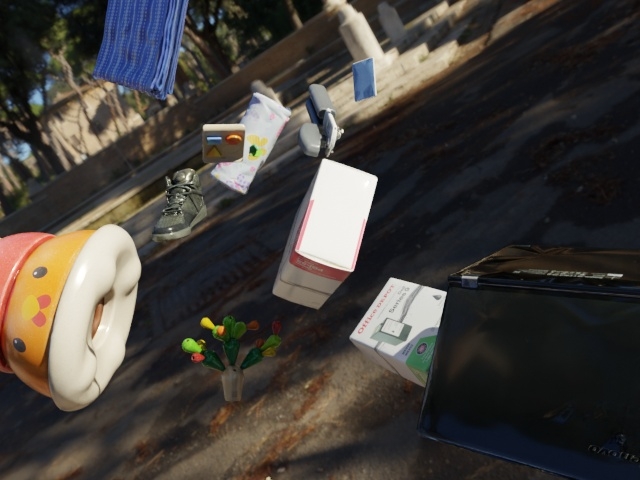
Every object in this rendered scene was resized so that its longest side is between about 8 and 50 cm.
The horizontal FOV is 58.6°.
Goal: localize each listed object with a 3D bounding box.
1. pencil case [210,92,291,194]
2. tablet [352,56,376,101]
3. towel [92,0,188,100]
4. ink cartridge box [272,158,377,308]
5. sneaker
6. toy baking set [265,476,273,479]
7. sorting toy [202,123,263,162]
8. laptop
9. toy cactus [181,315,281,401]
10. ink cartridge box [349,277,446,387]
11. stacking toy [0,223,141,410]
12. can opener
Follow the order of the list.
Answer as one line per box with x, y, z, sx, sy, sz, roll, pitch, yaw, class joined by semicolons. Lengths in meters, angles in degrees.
-0.189;-0.259;1.531;0.273;0.113;0.124;-61;32;3;pencil case
0.091;-0.332;1.178;0.054;0.084;0.006;-7;-5;38;tablet
-0.348;-0.407;1.077;0.040;0.244;0.336;4;16;-43;towel
0.000;0.000;1.160;0.283;0.117;0.207;123;164;-65;ink cartridge box
-0.319;-0.080;1.258;0.087;0.130;0.227;-2;23;12;sneaker
-0.104;0.653;1.232;0.256;0.030;0.197;32;101;51;toy baking set
-0.119;-0.131;0.779;0.083;0.062;0.012;-4;48;-15;sorting toy
0.414;0.166;0.937;0.381;0.237;0.407;3;14;41;laptop
-0.184;0.254;1.233;0.218;0.181;0.112;1;-6;-32;toy cactus
0.240;0.229;1.413;0.211;0.121;0.289;-52;31;-17;ink cartridge box
-0.615;0.108;1.068;0.479;0.351;0.351;10;19;-3;stacking toy
-0.007;-0.281;1.298;0.280;0.093;0.074;-98;21;-54;can opener
